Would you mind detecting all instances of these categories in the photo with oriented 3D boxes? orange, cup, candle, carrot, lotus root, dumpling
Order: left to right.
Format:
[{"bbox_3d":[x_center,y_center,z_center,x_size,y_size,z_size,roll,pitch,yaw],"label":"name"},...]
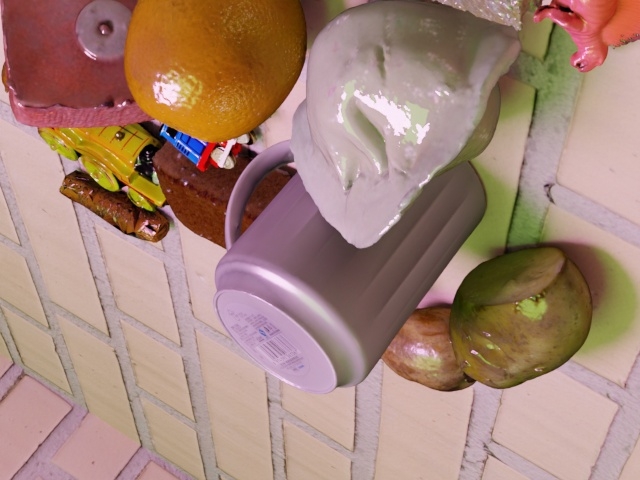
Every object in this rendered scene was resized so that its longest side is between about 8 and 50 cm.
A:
[{"bbox_3d":[-0.303,-0.261,1.831,0.317,0.287,0.131,36,159,-2],"label":"candle"},{"bbox_3d":[-0.371,-0.062,2.480,0.228,0.069,0.069,27,152,24],"label":"carrot"},{"bbox_3d":[-0.129,-0.238,1.692,0.236,0.236,0.236,30,153,17],"label":"orange"},{"bbox_3d":[0.000,0.000,1.806,0.322,0.327,0.237,25,151,28],"label":"cup"},{"bbox_3d":[0.102,-0.148,1.593,0.321,0.211,0.270,110,140,-64],"label":"dumpling"},{"bbox_3d":[0.159,0.161,2.085,0.214,0.138,0.138,6,142,27],"label":"lotus root"}]

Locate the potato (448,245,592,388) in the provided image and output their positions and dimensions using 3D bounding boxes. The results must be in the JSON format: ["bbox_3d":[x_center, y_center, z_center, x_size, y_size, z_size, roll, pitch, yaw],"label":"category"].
[{"bbox_3d":[0.269,0.099,1.848,0.176,0.141,0.298,31,146,-2],"label":"potato"}]

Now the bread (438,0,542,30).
[{"bbox_3d":[0.166,-0.292,1.423,0.172,0.064,0.232,49,153,-17],"label":"bread"}]

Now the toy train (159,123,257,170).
[{"bbox_3d":[-0.151,-0.180,1.985,0.131,0.083,0.204,40,154,0],"label":"toy train"}]

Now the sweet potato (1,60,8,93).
[{"bbox_3d":[-0.456,-0.298,2.211,0.068,0.068,0.226,48,142,-19],"label":"sweet potato"}]

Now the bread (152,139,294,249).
[{"bbox_3d":[-0.063,-0.028,2.088,0.416,0.113,0.165,25,151,27],"label":"bread"}]

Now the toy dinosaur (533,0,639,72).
[{"bbox_3d":[0.286,-0.262,1.333,0.139,0.070,0.286,17,146,17],"label":"toy dinosaur"}]

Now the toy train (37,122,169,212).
[{"bbox_3d":[-0.343,-0.156,2.237,0.296,0.100,0.160,31,159,14],"label":"toy train"}]
